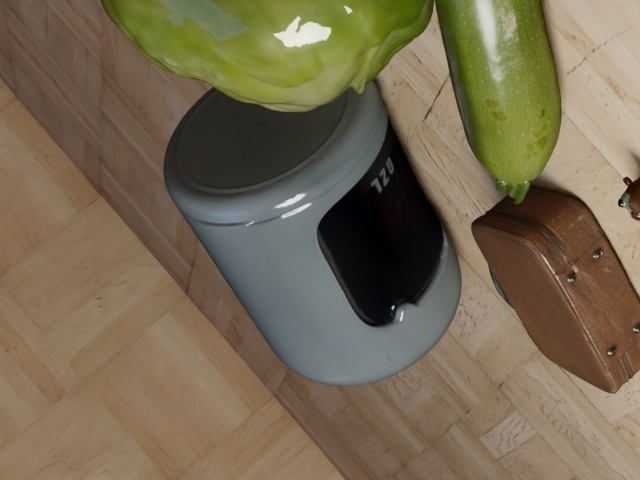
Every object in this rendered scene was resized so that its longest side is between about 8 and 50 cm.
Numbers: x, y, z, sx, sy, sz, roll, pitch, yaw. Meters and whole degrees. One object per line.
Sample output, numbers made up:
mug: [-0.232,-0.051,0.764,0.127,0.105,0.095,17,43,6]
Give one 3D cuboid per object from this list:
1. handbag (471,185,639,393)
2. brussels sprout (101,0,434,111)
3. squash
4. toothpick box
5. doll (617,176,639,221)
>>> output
handbag: [0.224,0.040,1.779,0.193,0.072,0.151,57,165,-29]
brussels sprout: [-0.056,-0.242,1.610,0.273,0.243,0.316,30,172,-25]
squash: [0.150,-0.126,1.548,0.094,0.094,0.341,41,161,34]
toothpick box: [0.000,0.000,2.017,0.263,0.263,0.355,34,160,49]
doll: [0.276,-0.016,1.536,0.085,0.040,0.058,48,179,27]
